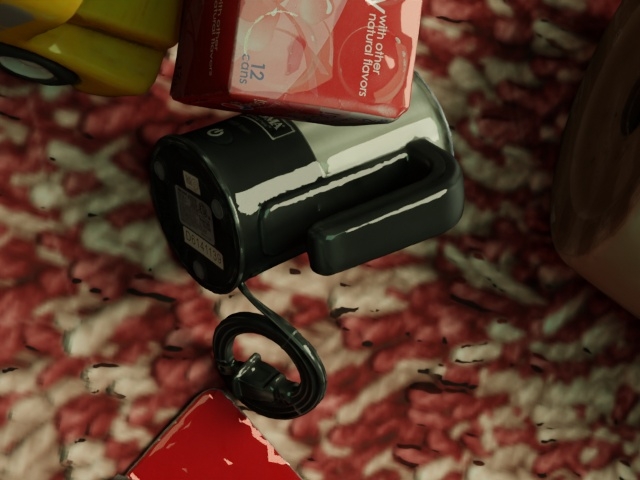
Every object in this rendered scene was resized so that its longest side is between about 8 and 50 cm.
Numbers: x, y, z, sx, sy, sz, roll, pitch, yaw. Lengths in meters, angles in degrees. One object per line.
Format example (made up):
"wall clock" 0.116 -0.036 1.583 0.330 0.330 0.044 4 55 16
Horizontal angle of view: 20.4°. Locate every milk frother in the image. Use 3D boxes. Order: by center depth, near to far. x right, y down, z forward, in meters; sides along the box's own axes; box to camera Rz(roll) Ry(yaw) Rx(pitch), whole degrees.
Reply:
"milk frother" 0.000 0.000 0.909 0.135 0.129 0.143 -23 142 -28

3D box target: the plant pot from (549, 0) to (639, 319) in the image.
"plant pot" 0.291 -0.031 0.967 0.280 0.323 0.323 21 77 -11

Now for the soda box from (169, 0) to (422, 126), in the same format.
"soda box" 0.000 -0.186 0.799 0.092 0.083 0.263 7 89 -23

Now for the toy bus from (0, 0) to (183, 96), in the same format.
"toy bus" -0.198 -0.173 0.774 0.333 0.130 0.108 23 77 -26

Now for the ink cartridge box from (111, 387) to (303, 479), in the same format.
"ink cartridge box" -0.022 0.267 0.854 0.272 0.130 0.309 -48 109 -22
